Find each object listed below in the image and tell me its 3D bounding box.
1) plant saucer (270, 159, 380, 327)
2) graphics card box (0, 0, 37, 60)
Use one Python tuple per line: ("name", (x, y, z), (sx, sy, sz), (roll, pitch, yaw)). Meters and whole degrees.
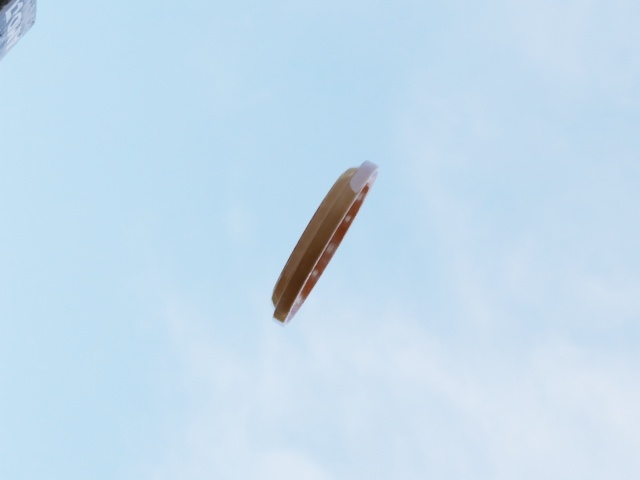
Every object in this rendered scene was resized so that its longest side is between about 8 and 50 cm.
("plant saucer", (0.000, 0.000, 0.853), (0.013, 0.083, 0.083), (30, -54, 4))
("graphics card box", (-0.367, -0.087, 1.121), (0.233, 0.371, 0.094), (39, -21, 4))
